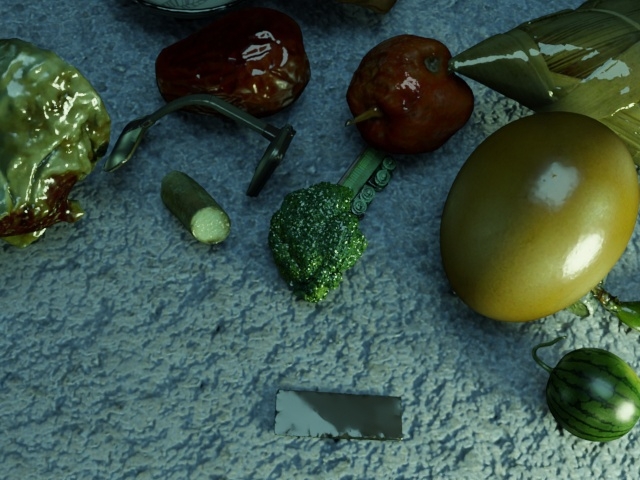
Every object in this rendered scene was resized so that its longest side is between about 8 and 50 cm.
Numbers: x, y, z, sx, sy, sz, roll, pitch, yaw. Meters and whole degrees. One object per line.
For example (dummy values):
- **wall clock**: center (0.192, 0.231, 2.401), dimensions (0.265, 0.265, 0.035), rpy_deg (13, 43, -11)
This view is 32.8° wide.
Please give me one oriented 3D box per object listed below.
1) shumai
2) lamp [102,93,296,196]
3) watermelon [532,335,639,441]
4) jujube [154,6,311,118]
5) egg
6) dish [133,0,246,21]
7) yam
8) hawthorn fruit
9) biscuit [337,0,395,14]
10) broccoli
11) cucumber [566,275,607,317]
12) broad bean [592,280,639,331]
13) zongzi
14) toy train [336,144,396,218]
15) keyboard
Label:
- **shumai**: center (-0.484, -0.116, 1.613), dimensions (0.292, 0.330, 0.288), rpy_deg (35, 54, -6)
- **lamp**: center (-0.196, -0.148, 1.741), dimensions (0.283, 0.124, 0.203), rpy_deg (16, 36, 0)
- **watermelon**: center (0.405, 0.225, 1.672), dimensions (0.187, 0.140, 0.140), rpy_deg (32, 65, 17)
- **jujube**: center (-0.146, -0.293, 1.837), dimensions (0.255, 0.190, 0.189), rpy_deg (-11, 66, 7)
- **egg**: center (0.338, -0.037, 1.698), dimensions (0.283, 0.282, 0.351), rpy_deg (32, 94, 8)
- **dish**: center (-0.237, -0.495, 1.948), dimensions (0.317, 0.106, 0.316), rpy_deg (4, 61, -7)
- **yam**: center (-0.205, -0.053, 1.758), dimensions (0.070, 0.069, 0.146), rpy_deg (-30, 46, -19)
- **hawthorn fruit**: center (0.126, -0.229, 1.798), dimensions (0.207, 0.207, 0.243), rpy_deg (46, 47, 14)
- **biscuit**: center (-0.023, -0.579, 1.965), dimensions (0.455, 0.078, 0.350), rpy_deg (47, 45, 9)
- **broccoli**: center (0.000, 0.000, 1.714), dimensions (0.156, 0.195, 0.195), rpy_deg (26, 57, -37)
- **cucumber**: center (0.440, 0.068, 1.789), dimensions (0.064, 0.064, 0.112), rpy_deg (26, 66, 5)
- **broad bean**: center (0.576, 0.062, 1.805), dimensions (0.292, 0.049, 0.144), rpy_deg (-34, 89, -29)
- **zongzi**: center (0.502, -0.169, 1.793), dimensions (0.467, 0.218, 0.500), rpy_deg (-25, 69, -28)
- **toy train**: center (0.072, -0.099, 1.834), dimensions (0.071, 0.038, 0.148), rpy_deg (33, 64, 8)
- **keyboard**: center (0.028, 0.270, 1.669), dimensions (0.197, 0.015, 0.074), rpy_deg (4, 61, -6)
